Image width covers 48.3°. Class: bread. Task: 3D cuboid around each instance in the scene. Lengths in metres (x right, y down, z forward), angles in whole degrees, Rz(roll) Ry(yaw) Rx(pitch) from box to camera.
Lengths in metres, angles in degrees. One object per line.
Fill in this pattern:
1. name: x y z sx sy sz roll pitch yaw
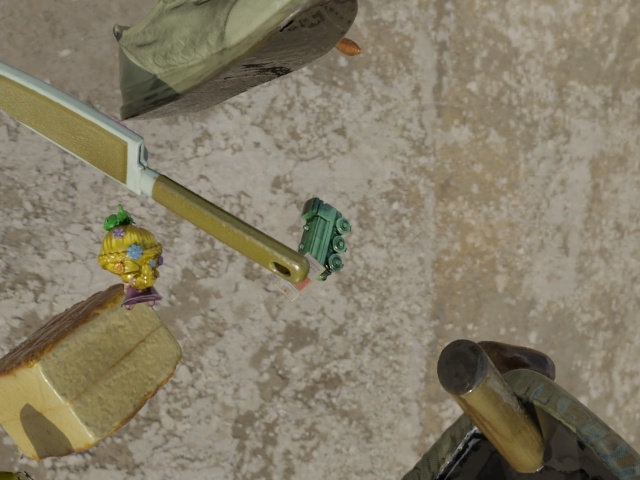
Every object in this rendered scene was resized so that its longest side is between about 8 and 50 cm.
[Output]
1. bread: -0.442 0.241 1.321 0.207 0.279 0.279 58 38 -10

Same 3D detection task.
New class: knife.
1. knife: -0.152 -0.068 0.574 0.027 0.343 0.061 -54 170 -38

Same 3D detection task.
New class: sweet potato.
1. sweet potato: 0.053 -0.416 1.526 0.034 0.095 0.034 -37 146 -31

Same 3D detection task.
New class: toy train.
1. toy train: 0.000 0.000 1.535 0.111 0.071 0.170 29 59 -27

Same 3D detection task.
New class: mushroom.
1. mushroom: 0.270 0.176 1.011 0.123 0.123 0.052 31 71 -38

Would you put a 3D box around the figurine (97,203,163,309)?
1. figurine: -0.280 0.016 1.065 0.095 0.115 0.156 -5 71 -29

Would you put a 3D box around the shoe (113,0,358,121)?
1. shoe: -0.089 -0.182 0.626 0.103 0.275 0.098 -23 98 -55

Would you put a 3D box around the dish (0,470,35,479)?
1. dish: -0.485 0.428 1.133 0.080 0.149 0.207 -31 138 -15

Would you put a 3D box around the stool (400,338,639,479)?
1. stool: 0.184 0.300 0.748 0.310 0.310 0.226 -49 136 5

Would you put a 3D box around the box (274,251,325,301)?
1. box: -0.036 0.064 1.267 0.046 0.012 0.083 44 80 11
